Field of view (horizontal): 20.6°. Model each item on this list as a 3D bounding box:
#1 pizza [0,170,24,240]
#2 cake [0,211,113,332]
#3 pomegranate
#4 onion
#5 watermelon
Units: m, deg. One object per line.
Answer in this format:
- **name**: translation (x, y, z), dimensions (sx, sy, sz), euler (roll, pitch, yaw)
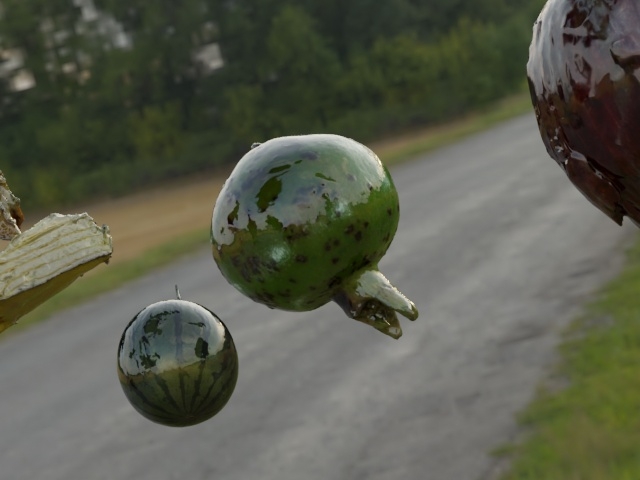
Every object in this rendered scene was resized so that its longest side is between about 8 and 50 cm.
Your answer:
- **pizza**: translation (-0.385, -0.050, 1.882), dimensions (0.199, 0.188, 0.062), euler (32, 14, 20)
- **cake**: translation (-0.294, 0.024, 1.694), dimensions (0.185, 0.079, 0.116), euler (-32, -20, 0)
- **pomegranate**: translation (0.000, 0.000, 1.886), dimensions (0.211, 0.263, 0.211), euler (-35, -13, -10)
- **onion**: translation (0.251, -0.122, 1.212), dimensions (0.221, 0.281, 0.281), euler (-25, 2, 9)
- **watermelon**: translation (-0.123, 0.094, 1.518), dimensions (0.105, 0.133, 0.105), euler (-4, -29, -2)
